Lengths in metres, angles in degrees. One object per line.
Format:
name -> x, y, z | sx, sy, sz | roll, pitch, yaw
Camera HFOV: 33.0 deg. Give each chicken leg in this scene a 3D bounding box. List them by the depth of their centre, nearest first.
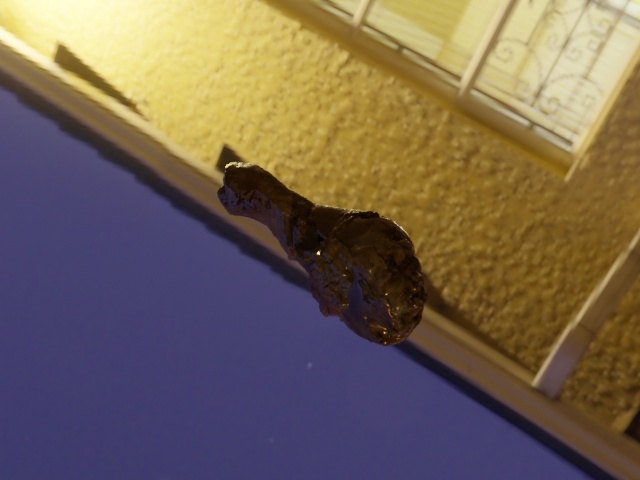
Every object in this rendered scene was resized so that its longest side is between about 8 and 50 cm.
chicken leg -> 0.002, -0.001, 0.833 | 0.198, 0.085, 0.069 | 36, -152, 18
